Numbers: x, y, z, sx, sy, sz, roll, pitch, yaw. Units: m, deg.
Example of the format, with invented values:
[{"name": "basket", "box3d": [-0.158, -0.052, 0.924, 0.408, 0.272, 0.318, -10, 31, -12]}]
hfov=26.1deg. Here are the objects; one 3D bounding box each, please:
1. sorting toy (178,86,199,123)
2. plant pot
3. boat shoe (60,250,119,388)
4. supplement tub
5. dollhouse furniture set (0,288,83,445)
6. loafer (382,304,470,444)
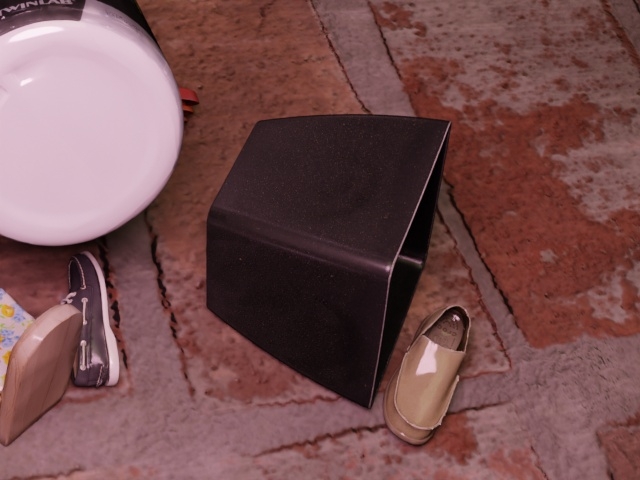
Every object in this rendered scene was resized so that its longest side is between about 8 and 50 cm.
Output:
[{"name": "sorting toy", "box3d": [-0.165, -0.125, 1.304, 0.102, 0.061, 0.042, 3, 87, -9]}, {"name": "plant pot", "box3d": [0.000, 0.000, 1.185, 0.167, 0.188, 0.187, 16, 49, 10]}, {"name": "boat shoe", "box3d": [-0.198, 0.065, 1.143, 0.038, 0.046, 0.125, -2, 62, -26]}, {"name": "supplement tub", "box3d": [-0.232, -0.144, 1.142, 0.193, 0.194, 0.316, 2, 26, -18]}, {"name": "dollhouse furniture set", "box3d": [-0.419, 0.040, 0.945, 0.362, 0.256, 0.394, 39, 51, 12]}, {"name": "loafer", "box3d": [0.094, 0.110, 1.203, 0.056, 0.050, 0.148, 22, 49, -2]}]
